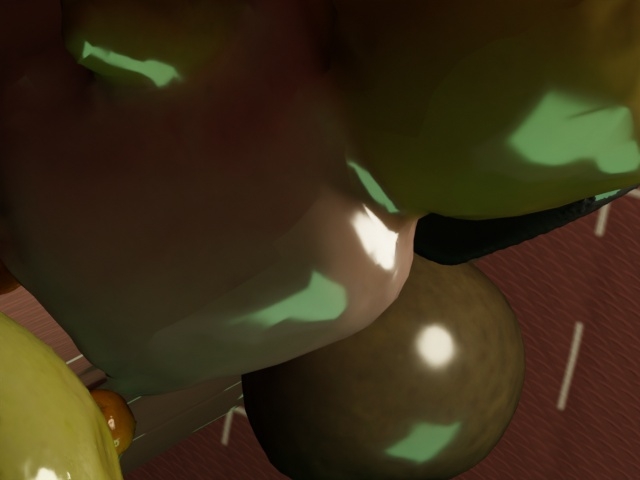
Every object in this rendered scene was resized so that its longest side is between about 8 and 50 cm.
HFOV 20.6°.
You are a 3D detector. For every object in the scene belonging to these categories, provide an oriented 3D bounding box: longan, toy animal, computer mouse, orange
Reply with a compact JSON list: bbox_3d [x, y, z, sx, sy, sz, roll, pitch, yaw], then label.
[{"bbox_3d":[0.061,0.128,1.799,0.297,0.297,0.297,-29,174,-4],"label":"longan"},{"bbox_3d":[0.005,-0.059,0.556,0.281,0.169,0.195,-29,166,9],"label":"toy animal"},{"bbox_3d":[0.174,-0.072,1.434,0.183,0.116,0.323,-29,-178,-31],"label":"computer mouse"},{"bbox_3d":[-0.241,0.199,1.892,0.083,0.083,0.083,-29,174,-4],"label":"orange"}]

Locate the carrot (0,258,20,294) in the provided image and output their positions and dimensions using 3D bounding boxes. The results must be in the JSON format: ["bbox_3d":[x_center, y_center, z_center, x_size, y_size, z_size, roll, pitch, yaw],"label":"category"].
[{"bbox_3d":[-0.125,-0.019,0.836,0.069,0.069,0.336,-23,178,-43],"label":"carrot"}]

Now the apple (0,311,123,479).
[{"bbox_3d":[-0.227,0.154,0.842,0.292,0.292,0.254,-30,175,7],"label":"apple"}]

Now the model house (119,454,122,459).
[{"bbox_3d":[-0.290,0.235,1.999,0.100,0.088,0.101,-51,145,-14],"label":"model house"}]
